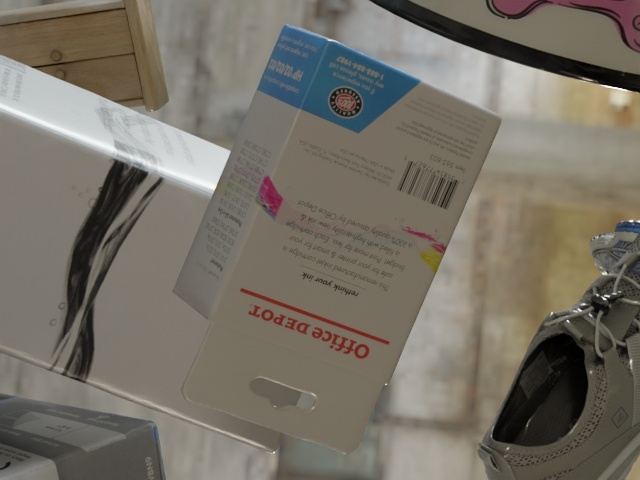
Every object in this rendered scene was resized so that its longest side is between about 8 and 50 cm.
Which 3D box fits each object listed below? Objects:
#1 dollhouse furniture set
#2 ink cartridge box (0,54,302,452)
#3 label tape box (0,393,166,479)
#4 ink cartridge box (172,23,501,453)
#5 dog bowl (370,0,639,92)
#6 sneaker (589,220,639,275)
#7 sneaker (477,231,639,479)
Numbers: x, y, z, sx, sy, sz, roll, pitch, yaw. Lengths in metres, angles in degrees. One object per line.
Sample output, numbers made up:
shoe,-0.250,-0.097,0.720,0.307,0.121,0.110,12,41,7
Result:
dollhouse furniture set,-0.275,-0.143,1.720,0.355,0.173,0.303,-55,137,-69
ink cartridge box,-0.192,-0.019,1.417,0.285,0.395,0.166,-124,-124,-76
label tape box,-0.313,0.204,1.344,0.347,0.249,0.115,-14,103,-43
ink cartridge box,0.000,0.000,0.950,0.181,0.104,0.061,-67,-154,4
dog bowl,0.196,-0.246,1.380,0.408,0.408,0.150,-81,-177,-65
sneaker,0.261,0.023,1.682,0.135,0.052,0.058,98,-4,-78
sneaker,0.210,0.076,1.377,0.281,0.105,0.115,-57,140,-16
